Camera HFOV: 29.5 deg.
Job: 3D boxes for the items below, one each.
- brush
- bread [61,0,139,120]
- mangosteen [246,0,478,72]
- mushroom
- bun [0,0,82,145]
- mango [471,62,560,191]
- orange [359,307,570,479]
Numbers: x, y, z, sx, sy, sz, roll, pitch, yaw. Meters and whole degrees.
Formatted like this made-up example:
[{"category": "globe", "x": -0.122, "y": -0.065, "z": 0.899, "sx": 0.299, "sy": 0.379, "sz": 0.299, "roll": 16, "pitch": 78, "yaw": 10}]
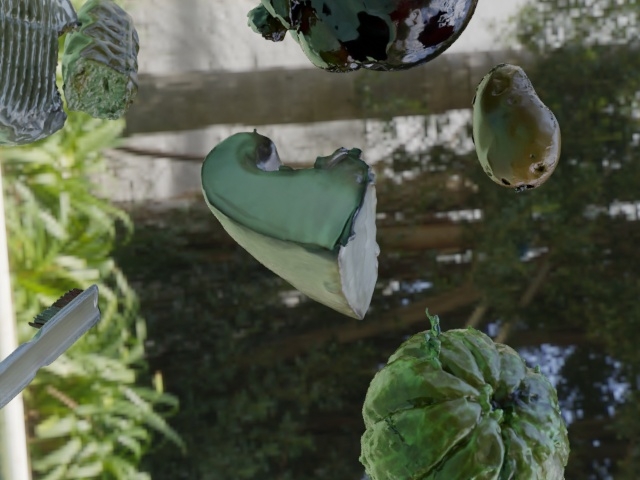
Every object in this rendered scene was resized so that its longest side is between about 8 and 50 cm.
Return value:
[{"category": "brush", "x": -0.398, "y": 0.147, "z": 1.683, "sx": 0.321, "sy": 0.050, "sz": 0.060, "roll": -51, "pitch": 145, "yaw": -61}, {"category": "bread", "x": -0.394, "y": -0.334, "z": 2.192, "sx": 0.267, "sy": 0.130, "sz": 0.152, "roll": -98, "pitch": 174, "yaw": -51}, {"category": "mangosteen", "x": 0.086, "y": -0.486, "z": 2.176, "sx": 0.381, "sy": 0.421, "sz": 0.380, "roll": 10, "pitch": 77, "yaw": -54}, {"category": "mushroom", "x": -0.036, "y": 0.000, "z": 2.234, "sx": 0.397, "sy": 0.314, "sz": 0.224, "roll": 71, "pitch": 35, "yaw": -59}, {"category": "bun", "x": -0.500, "y": -0.267, "z": 1.779, "sx": 0.205, "sy": 0.281, "sz": 0.281, "roll": -8, "pitch": -94, "yaw": 36}, {"category": "mango", "x": 0.335, "y": -0.202, "z": 2.112, "sx": 0.151, "sy": 0.156, "sz": 0.248, "roll": 38, "pitch": 39, "yaw": -42}, {"category": "orange", "x": 0.196, "y": 0.266, "z": 1.659, "sx": 0.223, "sy": 0.301, "sz": 0.300, "roll": 131, "pitch": -32, "yaw": -53}]
